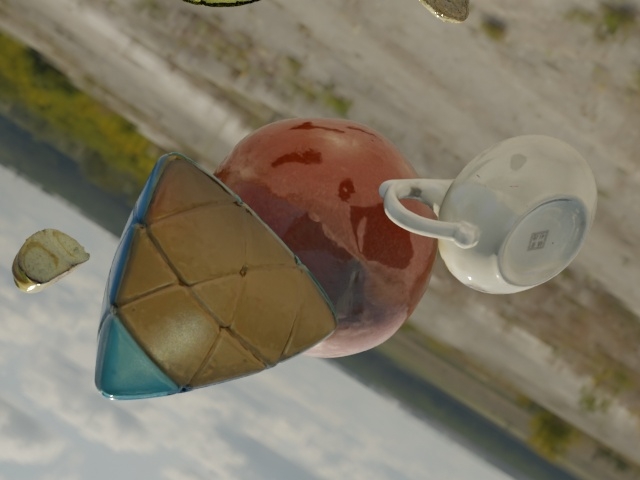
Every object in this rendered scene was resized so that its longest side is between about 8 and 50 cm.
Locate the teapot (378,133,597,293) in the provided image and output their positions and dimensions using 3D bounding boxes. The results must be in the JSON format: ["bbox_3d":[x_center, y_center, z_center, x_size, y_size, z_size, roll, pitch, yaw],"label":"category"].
[{"bbox_3d":[0.216,-0.036,1.834,0.298,0.204,0.139,-1,-143,-34],"label":"teapot"}]

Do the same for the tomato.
[{"bbox_3d":[0.000,0.000,1.993,0.321,0.321,0.321,32,176,2],"label":"tomato"}]

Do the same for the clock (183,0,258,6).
[{"bbox_3d":[-0.113,-0.415,1.840,0.293,0.277,0.071,13,-161,-1],"label":"clock"}]

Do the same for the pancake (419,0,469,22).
[{"bbox_3d":[0.158,-0.380,2.292,0.158,0.028,0.158,33,-147,-25],"label":"pancake"}]

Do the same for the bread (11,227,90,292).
[{"bbox_3d":[-0.435,0.038,2.468,0.083,0.094,0.157,45,-138,7],"label":"bread"}]

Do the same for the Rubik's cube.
[{"bbox_3d":[-0.103,0.057,1.569,0.254,0.254,0.254,32,176,2],"label":"Rubik's cube"}]
